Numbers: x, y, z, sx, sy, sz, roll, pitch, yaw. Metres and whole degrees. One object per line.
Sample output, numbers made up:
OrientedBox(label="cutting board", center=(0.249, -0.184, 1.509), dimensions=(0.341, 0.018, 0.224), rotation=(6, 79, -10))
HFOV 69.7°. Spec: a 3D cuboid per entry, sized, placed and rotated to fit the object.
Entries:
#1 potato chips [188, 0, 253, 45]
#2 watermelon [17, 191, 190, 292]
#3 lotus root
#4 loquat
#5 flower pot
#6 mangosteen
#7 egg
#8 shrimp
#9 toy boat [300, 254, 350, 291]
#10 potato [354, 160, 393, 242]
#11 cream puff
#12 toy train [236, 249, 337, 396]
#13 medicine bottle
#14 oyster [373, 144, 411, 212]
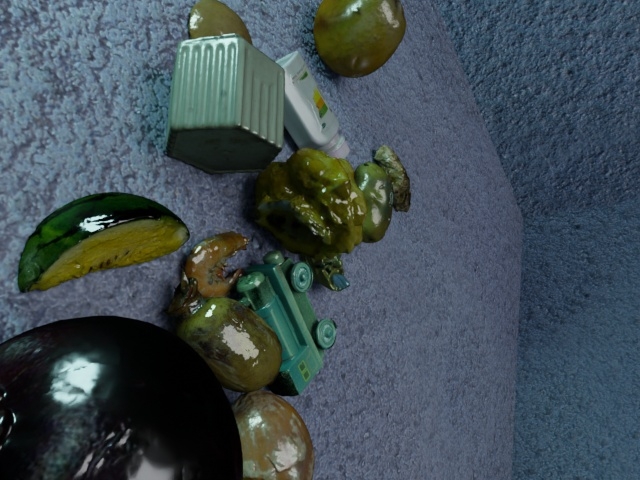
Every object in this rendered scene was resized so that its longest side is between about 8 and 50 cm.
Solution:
OrientedBox(label="potato chips", center=(-0.211, -0.461, 1.063), dimensions=(0.195, 0.062, 0.207), rotation=(12, 73, -50))
OrientedBox(label="watermelon", center=(-0.337, -0.009, 0.761), dimensions=(0.301, 0.123, 0.129), rotation=(-18, 128, -55))
OrientedBox(label="lotus root", center=(-0.188, 0.173, 0.849), dimensions=(0.278, 0.154, 0.154), rotation=(48, 44, -19))
OrientedBox(label="loquat", center=(0.122, -0.634, 1.382), dimensions=(0.276, 0.284, 0.275), rotation=(21, 61, -44))
OrientedBox(label="flower pot", center=(-0.188, -0.256, 0.910), dimensions=(0.239, 0.209, 0.189), rotation=(17, 68, -53))
OrientedBox(label="mangosteen", center=(-0.257, 0.301, 0.551), dimensions=(0.435, 0.383, 0.382), rotation=(65, 34, -46))
OrientedBox(label="egg", center=(-0.107, 0.401, 0.863), dimensions=(0.195, 0.195, 0.233), rotation=(-2, 85, -54))
OrientedBox(label="shrimp", center=(-0.208, 0.049, 0.949), dimensions=(0.187, 0.052, 0.132), rotation=(-34, 130, -48))
OrientedBox(label="toy boat", center=(-0.004, 0.002, 1.209), dimensions=(0.111, 0.084, 0.276), rotation=(-19, 93, -52))
OrientedBox(label="potato", center=(0.153, -0.113, 1.398), dimensions=(0.169, 0.144, 0.248), rotation=(19, 66, -39))
OrientedBox(label="cream puff", center=(-0.030, -0.069, 1.032), dimensions=(0.281, 0.282, 0.185), rotation=(68, 21, -15))
OrientedBox(label="toy train", center=(-0.081, 0.178, 1.018), dimensions=(0.194, 0.120, 0.298), rotation=(-43, 118, -45))
OrientedBox(label="medicine bottle", center=(-0.035, -0.338, 1.230), dimensions=(0.296, 0.111, 0.161), rotation=(57, 41, -29))
OrientedBox(label="oyster", center=(0.289, -0.210, 1.669), dimensions=(0.294, 0.094, 0.166), rotation=(39, 43, -50))
